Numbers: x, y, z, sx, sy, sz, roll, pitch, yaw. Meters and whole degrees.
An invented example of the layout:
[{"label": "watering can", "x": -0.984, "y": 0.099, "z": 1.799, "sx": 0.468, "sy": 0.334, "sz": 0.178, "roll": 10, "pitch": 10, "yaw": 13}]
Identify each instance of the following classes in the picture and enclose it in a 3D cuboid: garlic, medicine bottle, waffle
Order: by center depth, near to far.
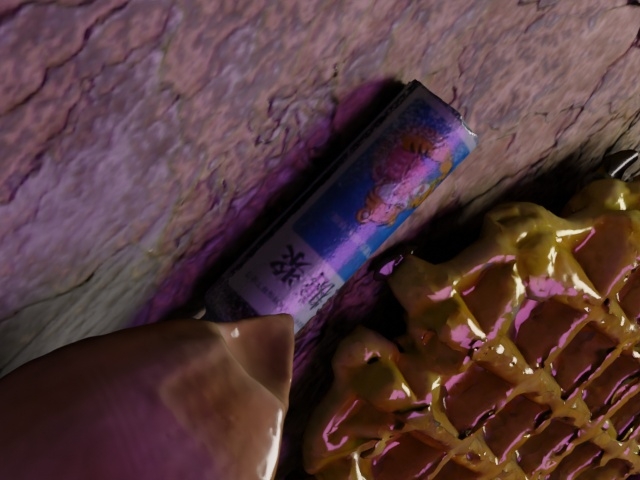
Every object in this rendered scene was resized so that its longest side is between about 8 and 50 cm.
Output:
[{"label": "garlic", "x": -0.114, "y": 0.180, "z": 0.883, "sx": 0.196, "sy": 0.151, "sz": 0.338, "roll": -25, "pitch": 152, "yaw": -37}, {"label": "medicine bottle", "x": 0.000, "y": 0.000, "z": 0.914, "sx": 0.191, "sy": 0.051, "sz": 0.051, "roll": -46, "pitch": 154, "yaw": -2}, {"label": "waffle", "x": 0.134, "y": 0.112, "z": 1.201, "sx": 0.382, "sy": 0.095, "sz": 0.380, "roll": -23, "pitch": 143, "yaw": -29}]

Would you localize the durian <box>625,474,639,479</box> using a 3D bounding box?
[{"label": "durian", "x": 0.290, "y": 0.216, "z": 1.617, "sx": 0.186, "sy": 0.119, "sz": 0.108, "roll": -11, "pitch": 112, "yaw": -10}]
